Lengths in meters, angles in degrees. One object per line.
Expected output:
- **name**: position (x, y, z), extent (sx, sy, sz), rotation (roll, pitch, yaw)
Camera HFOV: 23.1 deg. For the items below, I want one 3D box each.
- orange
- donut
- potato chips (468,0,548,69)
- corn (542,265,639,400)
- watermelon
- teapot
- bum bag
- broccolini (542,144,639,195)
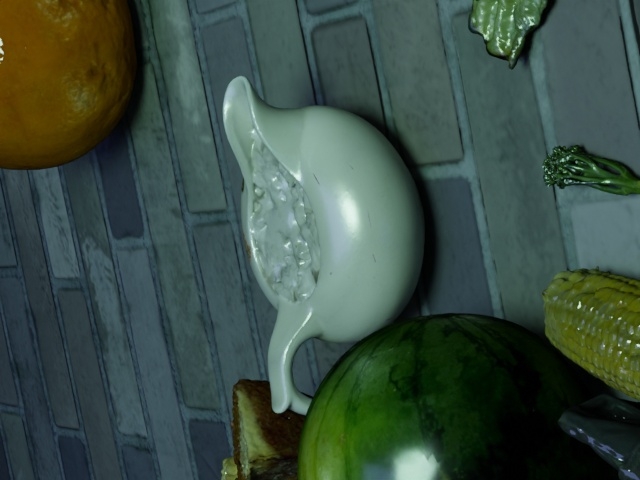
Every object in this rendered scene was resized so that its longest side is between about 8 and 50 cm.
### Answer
- **orange**: position (-0.323, -0.202, 1.673), extent (0.261, 0.261, 0.261), rotation (27, 124, 50)
- **donut**: position (-0.020, 0.208, 1.445), extent (0.295, 0.151, 0.112), rotation (104, 152, -60)
- **potato chips**: position (0.144, -0.228, 1.133), extent (0.092, 0.028, 0.207), rotation (44, 137, 38)
- **corn**: position (0.251, 0.082, 1.037), extent (0.288, 0.086, 0.086), rotation (24, 121, 54)
- **watermelon**: position (0.100, 0.174, 1.163), extent (0.242, 0.242, 0.242), rotation (27, 124, 50)
- **teapot**: position (0.000, 0.000, 1.341), extent (0.204, 0.139, 0.298), rotation (-10, 92, 55)
- **bum bag**: position (0.266, 0.164, 1.011), extent (0.248, 0.123, 0.060), rotation (27, 106, 46)
- **broccolini**: position (0.210, -0.039, 1.098), extent (0.140, 0.035, 0.030), rotation (23, 125, 50)
